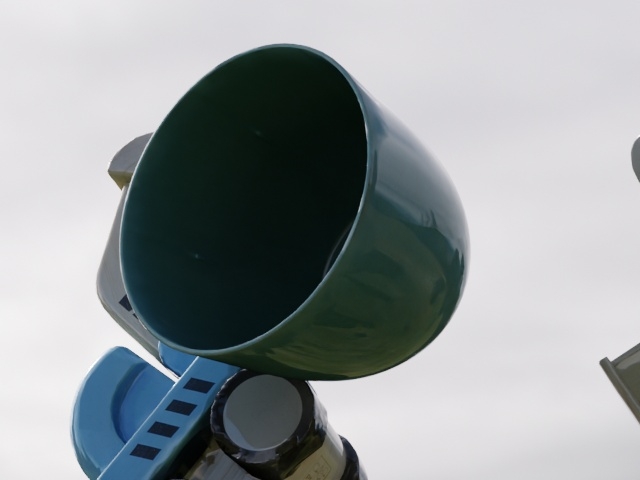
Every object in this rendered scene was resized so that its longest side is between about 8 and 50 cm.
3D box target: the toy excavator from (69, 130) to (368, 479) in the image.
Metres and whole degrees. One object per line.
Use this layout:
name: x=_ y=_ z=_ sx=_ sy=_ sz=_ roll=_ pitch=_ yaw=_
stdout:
toy excavator: x=-0.150 y=0.132 z=1.875 sx=0.445 sy=0.433 sz=0.222 roll=31 pitch=-14 yaw=29

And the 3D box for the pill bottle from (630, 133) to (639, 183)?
pill bottle: x=0.391 y=-0.126 z=1.572 sx=0.264 sy=0.146 sz=0.146 roll=-39 pitch=-5 yaw=-24

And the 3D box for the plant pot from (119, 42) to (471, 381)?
plant pot: x=0.000 y=0.000 z=1.655 sx=0.293 sy=0.293 sz=0.235 roll=-20 pitch=-32 yaw=33

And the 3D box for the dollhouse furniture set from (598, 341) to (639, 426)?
dollhouse furniture set: x=0.469 y=0.200 z=2.034 sx=0.198 sy=0.286 sz=0.303 roll=-33 pitch=-16 yaw=3
